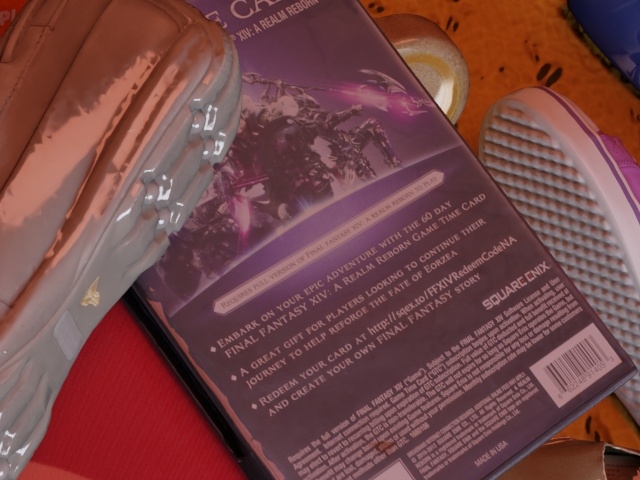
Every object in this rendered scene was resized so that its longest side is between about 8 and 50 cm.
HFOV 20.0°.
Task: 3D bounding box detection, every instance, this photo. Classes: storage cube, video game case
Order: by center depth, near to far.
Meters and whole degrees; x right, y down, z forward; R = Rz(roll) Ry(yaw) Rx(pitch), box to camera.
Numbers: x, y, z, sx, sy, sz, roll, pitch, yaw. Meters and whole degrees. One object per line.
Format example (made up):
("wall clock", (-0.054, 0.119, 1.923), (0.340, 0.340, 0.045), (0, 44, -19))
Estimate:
("video game case", (0.000, 0.000, 0.849), (0.196, 0.026, 0.274), (-31, 79, -31))
("storage cube", (-0.130, 0.080, 0.880), (0.193, 0.183, 0.215), (18, 63, -15))

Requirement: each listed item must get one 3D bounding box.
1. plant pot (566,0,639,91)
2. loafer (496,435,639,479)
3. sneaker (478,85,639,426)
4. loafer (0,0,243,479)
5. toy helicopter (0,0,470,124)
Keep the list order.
("plant pot", (0.342, -0.158, 1.159), (0.236, 0.236, 0.212), (-36, 92, -30))
("loafer", (0.146, 0.138, 1.048), (0.148, 0.050, 0.056), (-1, 69, -23))
("sneaker", (0.218, 0.007, 1.114), (0.161, 0.102, 0.282), (-37, 96, -34))
("loafer", (-0.151, 0.023, 0.734), (0.111, 0.112, 0.319), (27, 66, 15))
("toy helicopter", (-0.051, -0.150, 1.010), (0.355, 0.235, 0.140), (21, 18, -33))
